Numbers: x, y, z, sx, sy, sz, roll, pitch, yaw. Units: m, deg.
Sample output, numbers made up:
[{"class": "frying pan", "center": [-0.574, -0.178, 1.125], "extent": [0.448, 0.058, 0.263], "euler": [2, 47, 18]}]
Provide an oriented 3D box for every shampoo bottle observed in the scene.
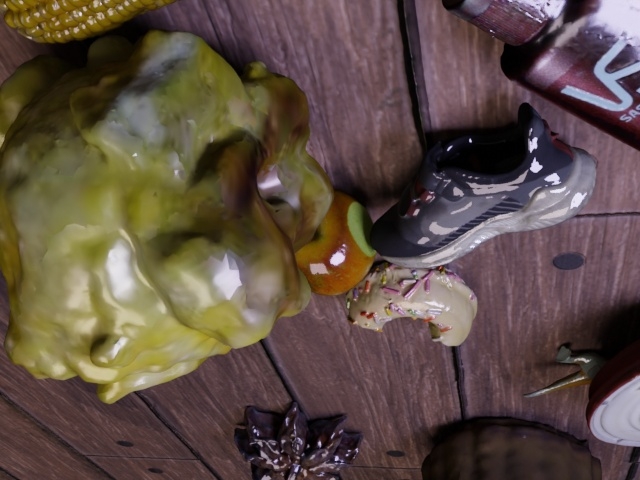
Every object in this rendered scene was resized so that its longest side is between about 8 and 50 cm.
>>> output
[{"class": "shampoo bottle", "center": [0.245, -0.135, 0.568], "extent": [0.322, 0.084, 0.129], "euler": [23, 140, -20]}]

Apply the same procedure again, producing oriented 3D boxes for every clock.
[{"class": "clock", "center": [0.486, 0.184, 0.919], "extent": [0.318, 0.080, 0.319], "euler": [-6, 141, -5]}]

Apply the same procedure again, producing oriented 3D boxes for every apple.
[{"class": "apple", "center": [0.000, 0.000, 0.778], "extent": [0.099, 0.114, 0.102], "euler": [-14, 152, 26]}]

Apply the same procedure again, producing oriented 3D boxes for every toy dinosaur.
[{"class": "toy dinosaur", "center": [0.396, 0.177, 1.022], "extent": [0.142, 0.057, 0.212], "euler": [12, 155, -27]}]

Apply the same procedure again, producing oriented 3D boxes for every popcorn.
[{"class": "popcorn", "center": [-0.145, -0.016, 0.655], "extent": [0.312, 0.312, 0.312], "euler": [5, 145, 4]}]

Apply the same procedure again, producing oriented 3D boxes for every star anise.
[{"class": "star anise", "center": [-0.043, 0.386, 1.352], "extent": [0.223, 0.109, 0.236], "euler": [12, 143, -13]}]

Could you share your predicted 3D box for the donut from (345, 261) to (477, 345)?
[{"class": "donut", "center": [0.119, 0.077, 0.909], "extent": [0.165, 0.065, 0.108], "euler": [15, 144, -10]}]

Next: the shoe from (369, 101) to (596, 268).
[{"class": "shoe", "center": [0.136, -0.054, 0.704], "extent": [0.227, 0.099, 0.112], "euler": [-18, 131, 27]}]

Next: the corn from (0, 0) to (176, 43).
[{"class": "corn", "center": [-0.107, -0.212, 0.525], "extent": [0.319, 0.097, 0.097], "euler": [-10, 141, 21]}]

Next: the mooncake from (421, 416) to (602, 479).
[{"class": "mooncake", "center": [0.326, 0.440, 1.284], "extent": [0.323, 0.187, 0.324], "euler": [4, 143, 3]}]
